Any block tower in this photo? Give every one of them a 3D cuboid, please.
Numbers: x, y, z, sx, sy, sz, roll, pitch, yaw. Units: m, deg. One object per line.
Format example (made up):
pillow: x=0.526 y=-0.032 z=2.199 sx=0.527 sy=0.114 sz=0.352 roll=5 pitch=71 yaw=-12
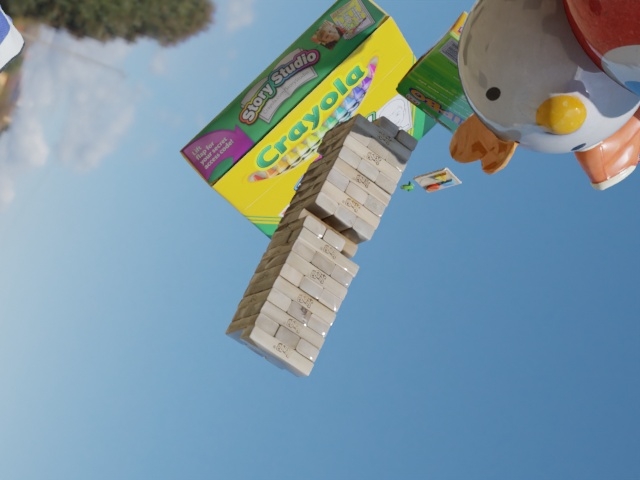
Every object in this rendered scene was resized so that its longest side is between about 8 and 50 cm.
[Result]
block tower: x=0.000 y=0.000 z=1.399 sx=0.097 sy=0.091 sz=0.336 roll=-23 pitch=-143 yaw=60

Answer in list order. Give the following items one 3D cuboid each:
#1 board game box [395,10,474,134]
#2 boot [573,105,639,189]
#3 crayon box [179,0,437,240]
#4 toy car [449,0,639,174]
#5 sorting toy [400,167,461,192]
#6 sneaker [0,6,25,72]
board game box: x=0.158 y=-0.159 z=1.214 sx=0.039 sy=0.124 sz=0.259 roll=-54 pitch=-176 yaw=-11
boot: x=0.346 y=-0.125 z=1.302 sx=0.158 sy=0.085 sz=0.059 roll=-40 pitch=-154 yaw=-21
crayon box: x=0.002 y=-0.173 z=1.814 sx=0.363 sy=0.313 sz=0.106 roll=-44 pitch=-119 yaw=1
toy car: x=0.149 y=-0.110 z=0.631 sx=0.238 sy=0.219 sz=0.210 roll=-51 pitch=-159 yaw=37
sorting toy: x=0.166 y=-0.086 z=1.749 sx=0.083 sy=0.062 sz=0.012 roll=-16 pitch=-116 yaw=26
sneaker: x=-0.419 y=-0.279 z=1.273 sx=0.182 sy=0.127 sz=0.316 roll=40 pitch=44 yaw=-79
